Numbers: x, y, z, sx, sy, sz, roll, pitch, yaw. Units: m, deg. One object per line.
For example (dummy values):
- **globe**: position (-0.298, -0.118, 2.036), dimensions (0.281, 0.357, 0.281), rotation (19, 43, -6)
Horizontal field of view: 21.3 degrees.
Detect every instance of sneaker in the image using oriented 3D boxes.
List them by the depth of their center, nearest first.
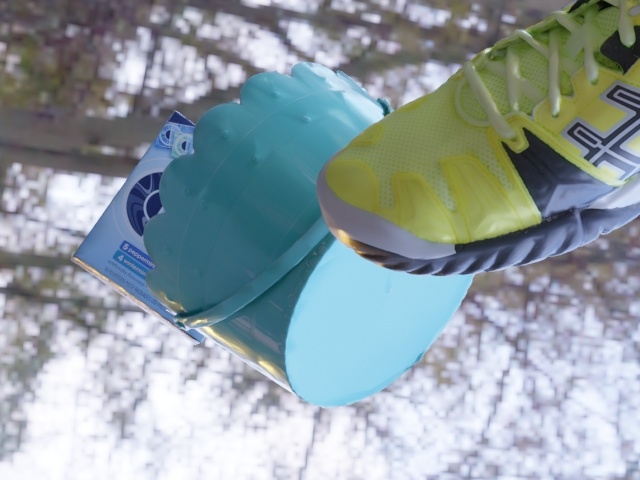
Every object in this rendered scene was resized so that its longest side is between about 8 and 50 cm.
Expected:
- **sneaker**: position (0.172, -0.105, 0.982), dimensions (0.145, 0.385, 0.147), rotation (-114, -178, -46)

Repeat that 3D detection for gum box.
- **gum box**: position (-0.138, -0.013, 1.744), dimensions (0.184, 0.157, 0.041), rotation (-57, -173, -13)

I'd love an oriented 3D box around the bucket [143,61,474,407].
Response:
- **bucket**: position (0.000, 0.000, 1.514), dimensions (0.183, 0.281, 0.281), rotation (37, -63, 34)
